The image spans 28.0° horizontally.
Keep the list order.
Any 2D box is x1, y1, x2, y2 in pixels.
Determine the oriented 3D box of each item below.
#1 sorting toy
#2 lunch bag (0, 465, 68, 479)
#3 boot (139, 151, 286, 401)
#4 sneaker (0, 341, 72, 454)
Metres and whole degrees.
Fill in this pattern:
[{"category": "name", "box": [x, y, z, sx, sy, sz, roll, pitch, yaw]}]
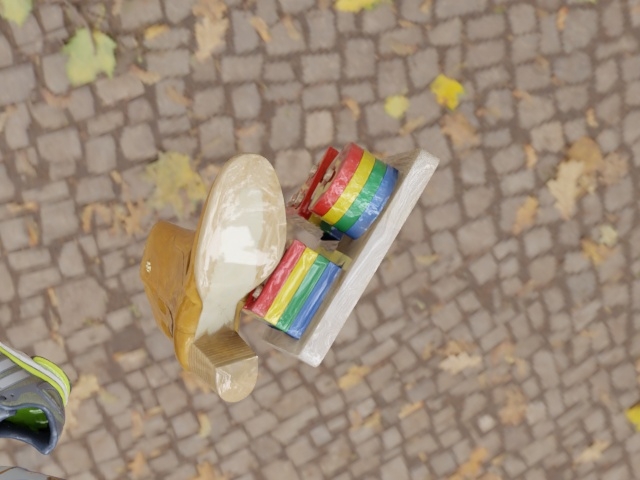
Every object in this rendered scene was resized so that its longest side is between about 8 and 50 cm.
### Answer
[{"category": "sorting toy", "box": [0.000, 0.000, 1.445, 0.089, 0.257, 0.255, 32, 84, -9]}, {"category": "lunch bag", "box": [-0.470, 0.399, 1.746, 0.304, 0.243, 0.114, 2, 104, 18]}, {"category": "boot", "box": [-0.134, 0.013, 1.402, 0.104, 0.211, 0.295, -9, 119, -29]}, {"category": "sneaker", "box": [-0.444, 0.182, 1.653, 0.300, 0.121, 0.111, 28, 112, -34]}]
